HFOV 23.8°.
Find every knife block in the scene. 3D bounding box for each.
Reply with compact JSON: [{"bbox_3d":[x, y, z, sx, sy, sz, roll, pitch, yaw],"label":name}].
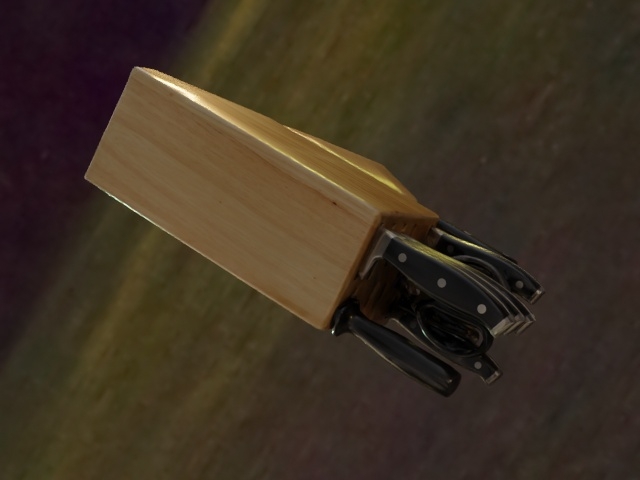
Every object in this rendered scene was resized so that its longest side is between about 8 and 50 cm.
[{"bbox_3d":[0.000,0.000,0.981,0.088,0.276,0.242,-64,21,11],"label":"knife block"}]
